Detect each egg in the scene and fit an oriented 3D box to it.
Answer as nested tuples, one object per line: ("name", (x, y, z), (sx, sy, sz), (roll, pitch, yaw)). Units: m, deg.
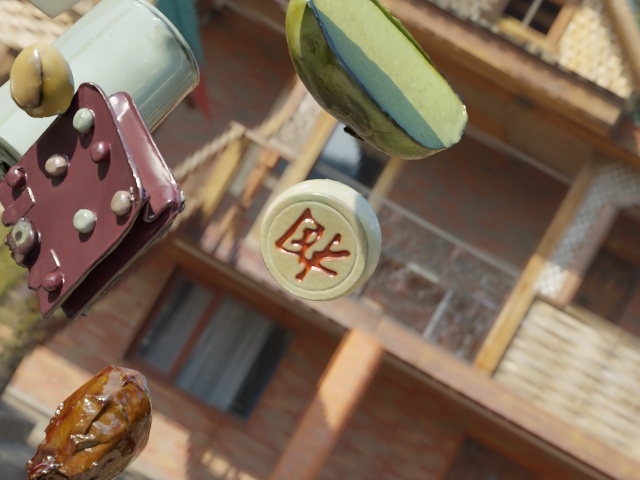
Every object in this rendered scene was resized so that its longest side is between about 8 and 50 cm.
("egg", (-0.307, -0.177, 1.724), (0.071, 0.083, 0.071), (6, 15, -1))

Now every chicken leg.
("chicken leg", (-0.273, 0.256, 1.579), (0.093, 0.304, 0.113), (38, -4, 16))

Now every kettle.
("kettle", (-0.352, -0.182, 2.304), (0.205, 0.318, 0.265), (34, -25, 14))

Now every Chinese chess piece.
("Chinese chess piece", (0.000, 0.000, 1.547), (0.122, 0.122, 0.051), (29, 20, 7))

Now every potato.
("potato", (0.046, -0.194, 1.889), (0.111, 0.160, 0.272), (-29, -67, 38))

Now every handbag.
("handbag", (-0.267, -0.045, 1.731), (0.074, 0.216, 0.203), (20, 35, -48))

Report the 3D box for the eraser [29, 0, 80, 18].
("eraser", (-0.352, -0.468, 2.382), (0.174, 0.270, 0.095), (44, 19, -53))
